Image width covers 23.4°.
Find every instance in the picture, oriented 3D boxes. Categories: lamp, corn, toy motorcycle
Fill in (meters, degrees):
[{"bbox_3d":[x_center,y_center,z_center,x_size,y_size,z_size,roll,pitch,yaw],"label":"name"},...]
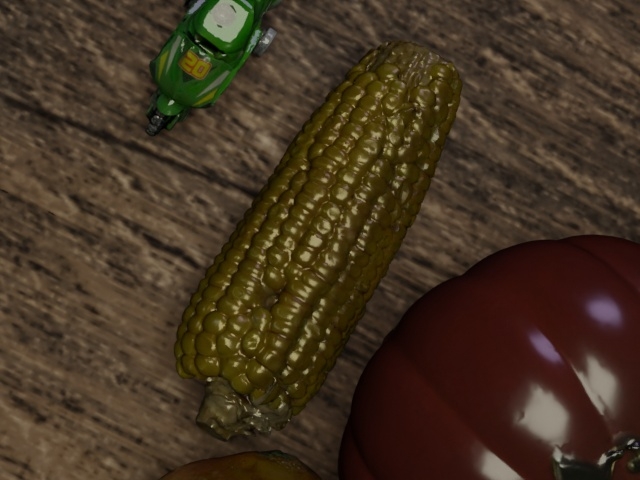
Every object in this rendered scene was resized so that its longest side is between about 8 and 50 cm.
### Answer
[{"bbox_3d":[0.159,0.139,1.060,0.303,0.257,0.303,-16,128,-22],"label":"lamp"},{"bbox_3d":[0.000,0.000,1.121,0.119,0.119,0.322,34,81,-5],"label":"corn"},{"bbox_3d":[-0.072,-0.158,1.124,0.074,0.106,0.190,34,84,-5],"label":"toy motorcycle"}]

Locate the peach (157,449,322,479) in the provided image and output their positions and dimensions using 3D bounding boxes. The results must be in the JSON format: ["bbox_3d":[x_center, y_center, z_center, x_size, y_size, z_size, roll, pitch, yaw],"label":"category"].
[{"bbox_3d":[-0.057,0.260,1.055,0.214,0.214,0.235,6,79,-7],"label":"peach"}]
